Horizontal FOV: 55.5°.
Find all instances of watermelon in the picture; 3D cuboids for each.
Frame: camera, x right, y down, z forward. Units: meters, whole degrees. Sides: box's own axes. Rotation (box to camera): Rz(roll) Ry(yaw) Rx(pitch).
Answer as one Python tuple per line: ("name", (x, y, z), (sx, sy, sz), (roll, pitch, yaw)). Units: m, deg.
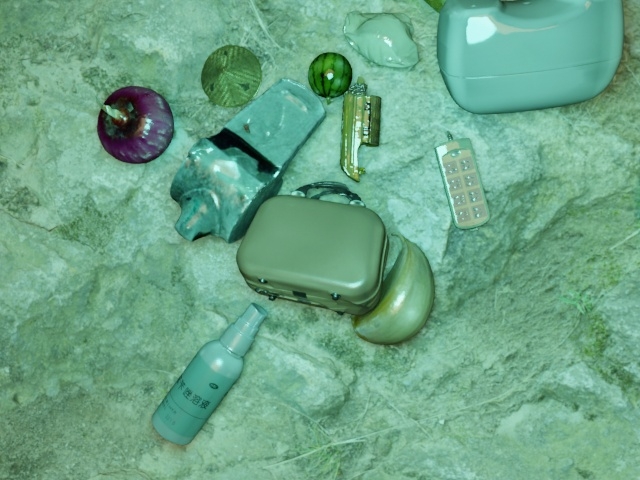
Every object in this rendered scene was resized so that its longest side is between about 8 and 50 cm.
("watermelon", (0.021, -0.354, 1.326), (0.109, 0.109, 0.109), (0, 91, 8))

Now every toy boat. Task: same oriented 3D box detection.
("toy boat", (0.088, -0.240, 1.332), (0.088, 0.068, 0.226), (2, 91, 0))

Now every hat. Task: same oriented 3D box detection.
("hat", (-0.210, -0.377, 1.369), (0.146, 0.067, 0.146), (0, 91, 8))

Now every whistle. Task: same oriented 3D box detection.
("whistle", (-0.159, -0.172, 1.303), (0.168, 0.188, 0.405), (38, 98, 6))

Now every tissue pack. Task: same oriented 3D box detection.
("tissue pack", (0.402, -0.368, 1.198), (0.333, 0.229, 0.236), (-6, 121, 6))

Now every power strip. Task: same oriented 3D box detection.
("power strip", (0.306, -0.130, 1.322), (0.080, 0.029, 0.227), (-15, 89, 8))

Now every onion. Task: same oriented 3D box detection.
("onion", (-0.414, -0.258, 1.362), (0.177, 0.153, 0.177), (0, 98, -3))

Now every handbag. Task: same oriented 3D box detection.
("handbag", (0.000, 0.000, 1.285), (0.302, 0.149, 0.283), (9, 66, 17))

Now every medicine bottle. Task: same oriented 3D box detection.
("medicine bottle", (-0.238, 0.292, 1.367), (0.110, 0.110, 0.352), (37, 96, 6))

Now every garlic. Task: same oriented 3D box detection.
("garlic", (0.164, 0.117, 1.311), (0.164, 0.145, 0.245), (29, 93, 37))

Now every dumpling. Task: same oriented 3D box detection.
("dumpling", (0.147, -0.444, 1.316), (0.169, 0.100, 0.134), (22, 57, 28))

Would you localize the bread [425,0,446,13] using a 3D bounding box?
("bread", (0.220, -0.574, 1.273), (0.196, 0.138, 0.102), (44, 107, 4))
